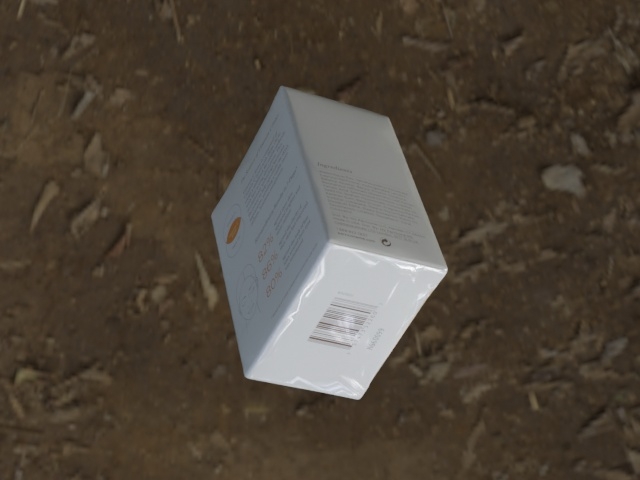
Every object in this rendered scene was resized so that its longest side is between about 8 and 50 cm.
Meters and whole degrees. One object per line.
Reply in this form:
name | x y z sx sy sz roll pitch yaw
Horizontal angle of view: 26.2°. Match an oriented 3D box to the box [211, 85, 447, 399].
box | 0.000 0.000 0.949 0.091 0.170 0.130 14 127 -25
